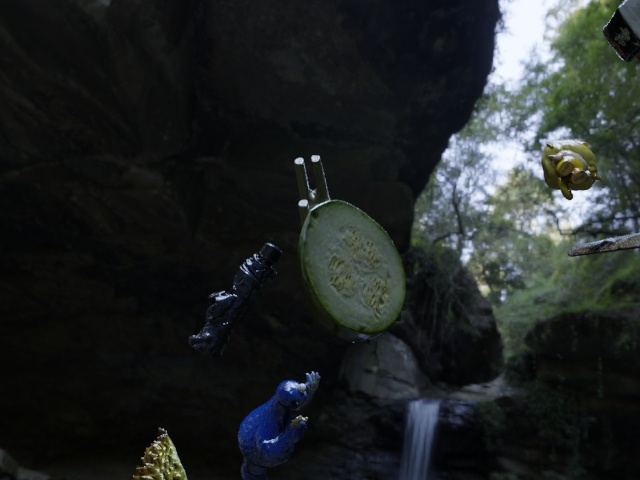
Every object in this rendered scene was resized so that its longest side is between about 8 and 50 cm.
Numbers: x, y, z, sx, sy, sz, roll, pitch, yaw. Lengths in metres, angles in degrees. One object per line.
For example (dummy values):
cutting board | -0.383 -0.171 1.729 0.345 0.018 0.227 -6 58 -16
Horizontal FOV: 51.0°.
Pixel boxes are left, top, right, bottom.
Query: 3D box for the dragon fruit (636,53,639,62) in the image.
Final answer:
dragon fruit | 0.974 -0.574 1.644 0.371 0.386 0.249 -30 11 -2

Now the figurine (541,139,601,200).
figurine | 0.580 -0.168 1.561 0.156 0.246 0.131 39 -68 10

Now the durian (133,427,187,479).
durian | -0.234 0.432 1.054 0.144 0.252 0.139 -21 2 16

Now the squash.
squash | 0.058 0.051 1.030 0.189 0.189 0.260 8 -19 1

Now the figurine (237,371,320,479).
figurine | -0.096 0.372 1.348 0.121 0.262 0.164 25 18 3

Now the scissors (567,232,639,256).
scissors | 0.445 -0.008 0.836 0.024 0.160 0.317 41 -30 -21

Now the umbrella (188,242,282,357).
umbrella | -0.148 0.097 1.169 0.071 0.224 0.080 35 -2 16

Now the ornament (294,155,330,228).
ornament | 0.000 0.000 1.266 0.061 0.230 0.245 -10 -52 3

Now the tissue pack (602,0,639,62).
tissue pack | 0.669 -0.455 1.423 0.090 0.103 0.170 -38 -7 9
